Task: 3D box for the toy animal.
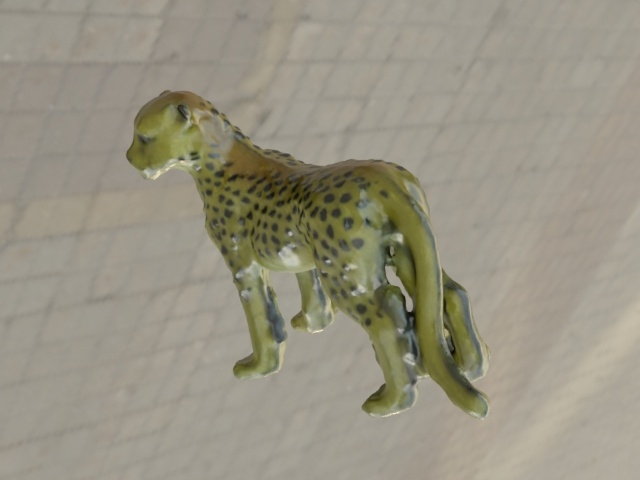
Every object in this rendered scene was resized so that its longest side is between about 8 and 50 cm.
[{"bbox_3d":[0.000,0.000,0.581,0.073,0.181,0.136,-29,113,-28],"label":"toy animal"}]
